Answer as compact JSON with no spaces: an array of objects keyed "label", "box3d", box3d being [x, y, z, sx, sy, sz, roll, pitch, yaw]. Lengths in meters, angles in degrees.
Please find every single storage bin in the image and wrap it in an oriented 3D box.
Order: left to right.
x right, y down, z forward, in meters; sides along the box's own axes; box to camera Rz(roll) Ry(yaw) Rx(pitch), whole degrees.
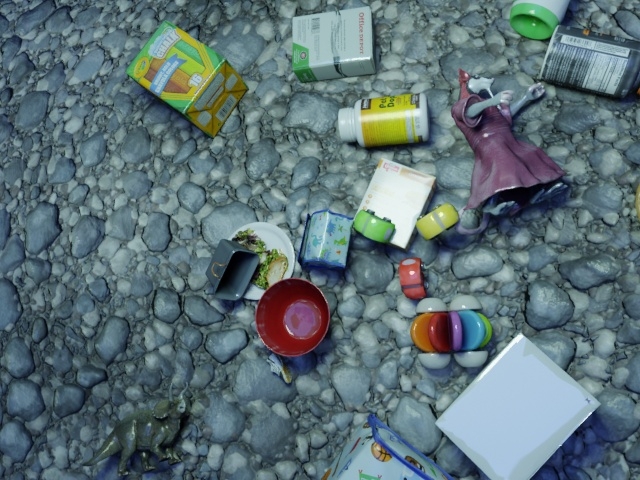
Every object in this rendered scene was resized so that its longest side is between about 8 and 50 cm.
[{"label":"storage bin","box3d":[-0.229,0.064,1.492,0.091,0.098,0.135,39,109,44]}]

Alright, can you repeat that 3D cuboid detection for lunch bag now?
[{"label":"lunch bag","box3d":[0.000,0.000,1.469,0.096,0.151,0.129,17,79,-25]},{"label":"lunch bag","box3d":[0.166,0.614,1.249,0.385,0.239,0.328,39,89,2]}]

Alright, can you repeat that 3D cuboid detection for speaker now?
[{"label":"speaker","box3d":[0.563,-0.639,1.458,0.131,0.131,0.297,25,85,17]}]

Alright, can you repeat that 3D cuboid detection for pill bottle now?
[{"label":"pill bottle","box3d":[0.156,-0.291,1.491,0.214,0.117,0.117,-4,78,13]},{"label":"pill bottle","box3d":[0.639,-0.399,1.387,0.245,0.130,0.131,20,84,16]}]

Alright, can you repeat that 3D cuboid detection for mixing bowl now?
[{"label":"mixing bowl","box3d":[-0.054,0.186,1.455,0.181,0.098,0.182,-3,78,14]}]

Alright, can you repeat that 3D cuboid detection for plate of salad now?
[{"label":"plate of salad","box3d":[-0.163,0.049,1.538,0.199,0.048,0.200,-3,79,14]}]

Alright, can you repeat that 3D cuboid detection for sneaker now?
[{"label":"sneaker","box3d":[-0.100,0.313,1.480,0.037,0.032,0.083,-39,67,18]}]

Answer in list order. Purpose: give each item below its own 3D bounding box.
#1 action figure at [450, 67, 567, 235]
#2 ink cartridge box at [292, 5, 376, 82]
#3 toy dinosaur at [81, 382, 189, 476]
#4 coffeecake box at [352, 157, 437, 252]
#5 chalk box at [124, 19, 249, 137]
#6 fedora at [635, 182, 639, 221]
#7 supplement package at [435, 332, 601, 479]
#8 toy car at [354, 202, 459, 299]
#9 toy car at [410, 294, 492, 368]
[{"label":"action figure","box3d":[0.396,-0.232,1.416,0.275,0.248,0.370,-43,62,39]},{"label":"ink cartridge box","box3d":[0.037,-0.505,1.581,0.208,0.087,0.153,-3,78,14]},{"label":"toy dinosaur","box3d":[-0.430,0.479,1.498,0.313,0.121,0.160,-23,62,13]},{"label":"coffeecake box","box3d":[0.179,-0.085,1.468,0.142,0.068,0.186,23,85,17]},{"label":"chalk box","box3d":[-0.373,-0.440,1.622,0.289,0.179,0.180,35,88,18]},{"label":"fedora","box3d":[0.769,-0.077,1.314,0.194,0.079,0.195,-1,85,14]},{"label":"supplement package","box3d":[0.404,0.359,1.281,0.204,0.145,0.262,43,91,18]},{"label":"toy car","box3d":[0.172,-0.003,1.385,0.224,0.053,0.239,26,105,16]},{"label":"toy car","box3d":[0.286,0.201,1.347,0.181,0.136,0.159,-5,77,13]}]
